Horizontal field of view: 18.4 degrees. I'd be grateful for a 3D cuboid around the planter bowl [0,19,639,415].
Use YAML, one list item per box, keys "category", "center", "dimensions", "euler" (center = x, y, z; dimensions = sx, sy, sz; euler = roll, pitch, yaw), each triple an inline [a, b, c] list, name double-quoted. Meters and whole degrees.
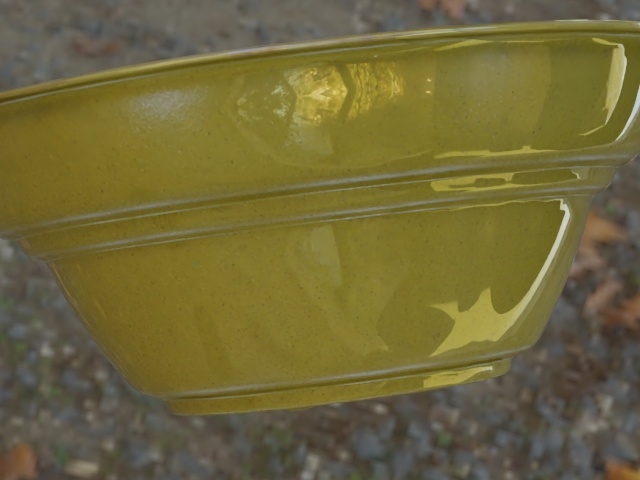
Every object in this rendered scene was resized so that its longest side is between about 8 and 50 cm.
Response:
- category: "planter bowl"
  center: [0.000, 0.000, 0.557]
  dimensions: [0.217, 0.090, 0.217]
  euler: [-6, -2, 0]
